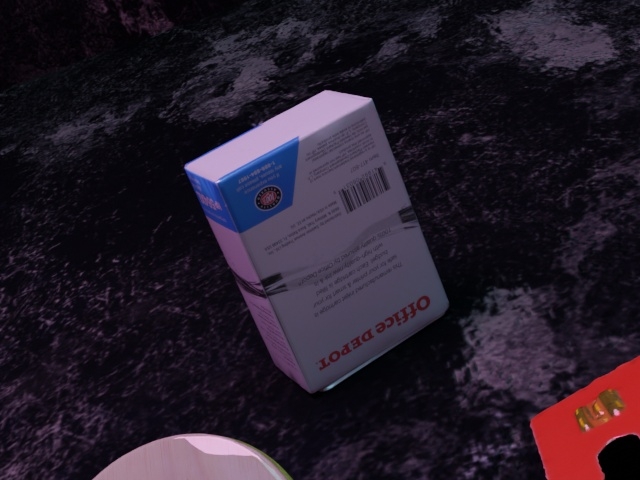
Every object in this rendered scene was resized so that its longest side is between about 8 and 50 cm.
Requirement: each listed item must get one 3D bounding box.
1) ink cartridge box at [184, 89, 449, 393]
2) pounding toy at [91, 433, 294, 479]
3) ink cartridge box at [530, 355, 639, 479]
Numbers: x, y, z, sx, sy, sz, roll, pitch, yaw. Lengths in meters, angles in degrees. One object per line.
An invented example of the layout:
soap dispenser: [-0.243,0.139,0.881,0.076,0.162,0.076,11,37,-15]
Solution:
ink cartridge box: [0.000,0.000,0.922,0.148,0.203,0.086,-30,24,-18]
pounding toy: [-0.074,0.240,0.644,0.183,0.110,0.237,10,67,31]
ink cartridge box: [0.263,0.014,0.564,0.385,0.091,0.308,-35,7,10]
